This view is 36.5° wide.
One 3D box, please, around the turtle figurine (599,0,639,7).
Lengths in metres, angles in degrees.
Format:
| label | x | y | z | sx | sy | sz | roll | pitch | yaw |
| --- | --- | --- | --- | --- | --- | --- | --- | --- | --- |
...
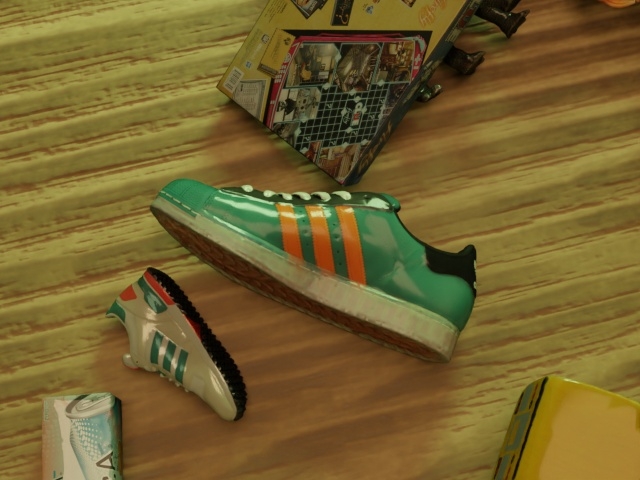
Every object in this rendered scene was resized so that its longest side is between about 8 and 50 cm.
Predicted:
| label | x | y | z | sx | sy | sz | roll | pitch | yaw |
| --- | --- | --- | --- | --- | --- | --- | --- | --- | --- |
| turtle figurine | 0.344 | -0.290 | 0.973 | 0.217 | 0.087 | 0.269 | -29 | 45 | -15 |

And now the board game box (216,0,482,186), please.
| label | x | y | z | sx | sy | sz | roll | pitch | yaw |
| --- | --- | --- | --- | --- | --- | --- | --- | --- | --- |
| board game box | 0.032 | -0.195 | 0.899 | 0.165 | 0.042 | 0.243 | 40 | 108 | 15 |

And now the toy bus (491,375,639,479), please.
| label | x | y | z | sx | sy | sz | roll | pitch | yaw |
| --- | --- | --- | --- | --- | --- | --- | --- | --- | --- |
| toy bus | 0.324 | 0.225 | 0.815 | 0.333 | 0.130 | 0.108 | 21 | 74 | 4 |

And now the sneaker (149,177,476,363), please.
| label | x | y | z | sx | sy | sz | roll | pitch | yaw |
| --- | --- | --- | --- | --- | --- | --- | --- | --- | --- |
| sneaker | 0.000 | 0.000 | 0.884 | 0.302 | 0.108 | 0.121 | 25 | 74 | -4 |

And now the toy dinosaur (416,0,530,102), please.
| label | x | y | z | sx | sy | sz | roll | pitch | yaw |
| --- | --- | --- | --- | --- | --- | --- | --- | --- | --- |
| toy dinosaur | 0.101 | -0.237 | 0.957 | 0.160 | 0.121 | 0.313 | 46 | 110 | 13 |

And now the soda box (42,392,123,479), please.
| label | x | y | z | sx | sy | sz | roll | pitch | yaw |
| --- | --- | --- | --- | --- | --- | --- | --- | --- | --- |
| soda box | -0.203 | 0.226 | 0.832 | 0.063 | 0.058 | 0.183 | -4 | 75 | -3 |

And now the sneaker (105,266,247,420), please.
| label | x | y | z | sx | sy | sz | roll | pitch | yaw |
| --- | --- | --- | --- | --- | --- | --- | --- | --- | --- |
| sneaker | -0.133 | 0.106 | 0.877 | 0.075 | 0.057 | 0.161 | -37 | 80 | 6 |
